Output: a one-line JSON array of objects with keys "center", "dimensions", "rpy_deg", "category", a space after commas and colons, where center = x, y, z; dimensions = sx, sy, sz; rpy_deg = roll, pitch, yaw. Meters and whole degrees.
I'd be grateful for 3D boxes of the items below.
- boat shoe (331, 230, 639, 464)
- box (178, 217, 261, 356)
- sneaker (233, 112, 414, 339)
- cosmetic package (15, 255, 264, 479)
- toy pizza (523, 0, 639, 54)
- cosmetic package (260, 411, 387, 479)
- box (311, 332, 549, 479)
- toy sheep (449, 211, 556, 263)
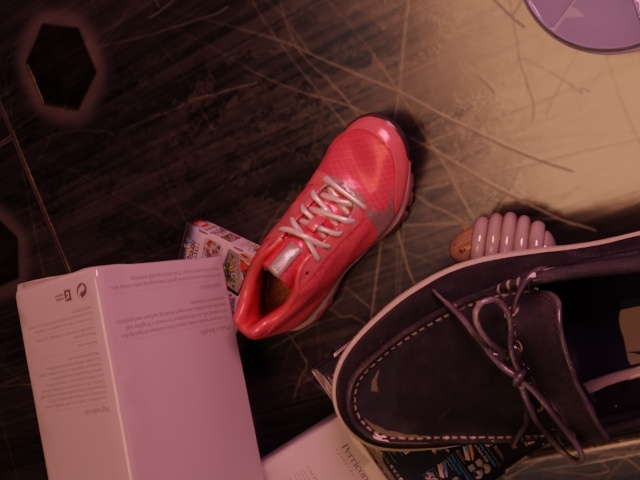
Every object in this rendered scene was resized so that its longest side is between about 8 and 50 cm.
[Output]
[{"center": [0.216, 0.101, 0.768], "dimensions": [0.500, 0.156, 0.187], "rpy_deg": [-19, 98, 27], "category": "boat shoe"}, {"center": [-0.145, 0.087, 1.106], "dimensions": [0.114, 0.036, 0.207], "rpy_deg": [25, 113, 20], "category": "box"}, {"center": [0.000, 0.001, 0.950], "dimensions": [0.116, 0.136, 0.314], "rpy_deg": [37, 116, 14], "category": "sneaker"}, {"center": [-0.201, 0.222, 0.990], "dimensions": [0.156, 0.217, 0.385], "rpy_deg": [-13, 83, 35], "category": "cosmetic package"}, {"center": [0.282, -0.278, 0.785], "dimensions": [0.201, 0.032, 0.201], "rpy_deg": [7, 102, 36], "category": "toy pizza"}, {"center": [0.055, 0.419, 1.049], "dimensions": [0.284, 0.097, 0.377], "rpy_deg": [-38, 83, 32], "category": "cosmetic package"}, {"center": [0.122, 0.183, 0.938], "dimensions": [0.175, 0.051, 0.220], "rpy_deg": [-36, 84, 0], "category": "box"}, {"center": [0.202, 0.013, 0.880], "dimensions": [0.132, 0.091, 0.091], "rpy_deg": [2, 104, 13], "category": "toy sheep"}]
